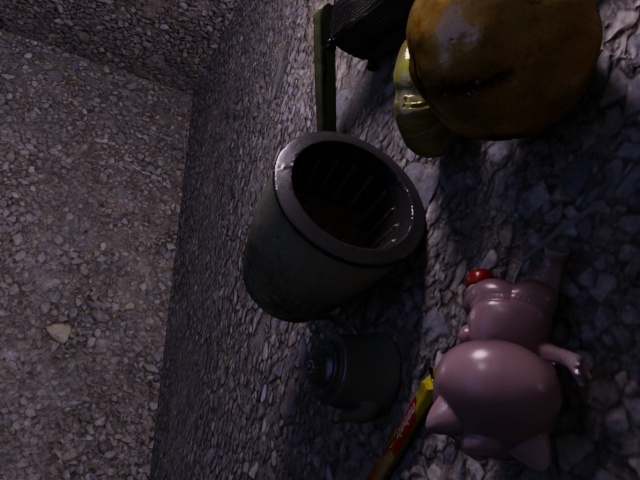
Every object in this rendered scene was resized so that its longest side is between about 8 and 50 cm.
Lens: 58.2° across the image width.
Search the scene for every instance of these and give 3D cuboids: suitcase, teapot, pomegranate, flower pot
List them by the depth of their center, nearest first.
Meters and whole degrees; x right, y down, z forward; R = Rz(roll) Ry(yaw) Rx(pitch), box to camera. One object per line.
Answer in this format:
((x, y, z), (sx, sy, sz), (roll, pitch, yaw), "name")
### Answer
((0.240, -0.259, 0.781), (0.260, 0.261, 0.260), (-40, 42, 51), "pomegranate")
((0.038, 0.231, 1.054), (0.162, 0.149, 0.239), (-57, 31, 36), "teapot")
((0.000, 0.000, 1.127), (0.330, 0.294, 0.293), (125, 149, -50), "flower pot")
((0.161, -0.540, 1.221), (0.335, 0.152, 0.229), (-11, 68, 60), "suitcase")

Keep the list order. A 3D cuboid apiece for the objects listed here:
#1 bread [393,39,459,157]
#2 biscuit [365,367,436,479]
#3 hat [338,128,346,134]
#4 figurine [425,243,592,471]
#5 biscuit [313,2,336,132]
((0.194, -0.245, 0.975), (0.105, 0.213, 0.213), (-2, 71, 25), "bread")
((0.128, 0.338, 0.957), (0.048, 0.026, 0.291), (-88, 21, -69), "biscuit")
((0.014, -0.184, 1.412), (0.193, 0.082, 0.193), (-39, 3, 2), "hat")
((0.239, 0.146, 0.731), (0.186, 0.176, 0.287), (71, -151, -51), "figurine")
((0.011, -0.398, 1.384), (0.099, 0.038, 0.322), (-50, -38, -58), "biscuit")
